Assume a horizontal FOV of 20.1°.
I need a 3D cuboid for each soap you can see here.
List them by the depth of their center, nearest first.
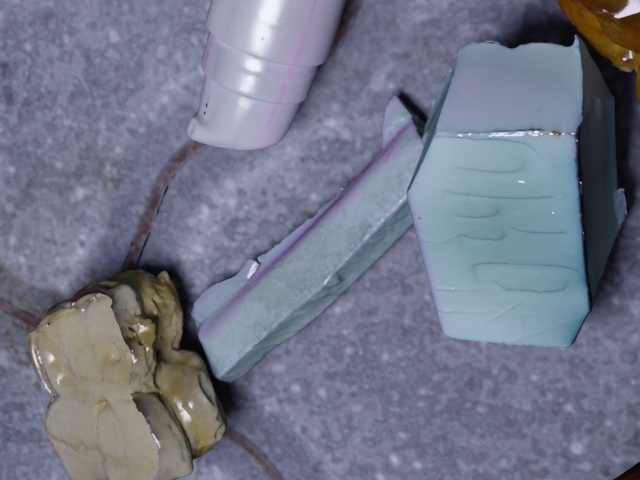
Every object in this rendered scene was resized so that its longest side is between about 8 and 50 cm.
[{"bbox_3d":[0.142,-0.032,1.312,0.145,0.091,0.230,2,135,21],"label":"soap"}]

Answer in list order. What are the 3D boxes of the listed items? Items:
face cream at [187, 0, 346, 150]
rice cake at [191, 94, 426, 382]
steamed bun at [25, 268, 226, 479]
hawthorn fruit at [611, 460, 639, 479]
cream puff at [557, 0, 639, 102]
[{"bbox_3d":[-0.016,-0.228,1.352,0.102,0.102,0.345,24,115,13],"label":"face cream"},{"bbox_3d":[0.001,0.003,1.452,0.290,0.051,0.081,-45,71,25],"label":"rice cake"},{"bbox_3d":[-0.160,0.123,1.520,0.192,0.106,0.177,-29,82,45],"label":"steamed bun"},{"bbox_3d":[0.286,0.268,1.305,0.301,0.268,0.267,18,113,16],"label":"hawthorn fruit"},{"bbox_3d":[0.294,-0.168,1.228,0.269,0.155,0.241,-3,111,15],"label":"cream puff"}]
